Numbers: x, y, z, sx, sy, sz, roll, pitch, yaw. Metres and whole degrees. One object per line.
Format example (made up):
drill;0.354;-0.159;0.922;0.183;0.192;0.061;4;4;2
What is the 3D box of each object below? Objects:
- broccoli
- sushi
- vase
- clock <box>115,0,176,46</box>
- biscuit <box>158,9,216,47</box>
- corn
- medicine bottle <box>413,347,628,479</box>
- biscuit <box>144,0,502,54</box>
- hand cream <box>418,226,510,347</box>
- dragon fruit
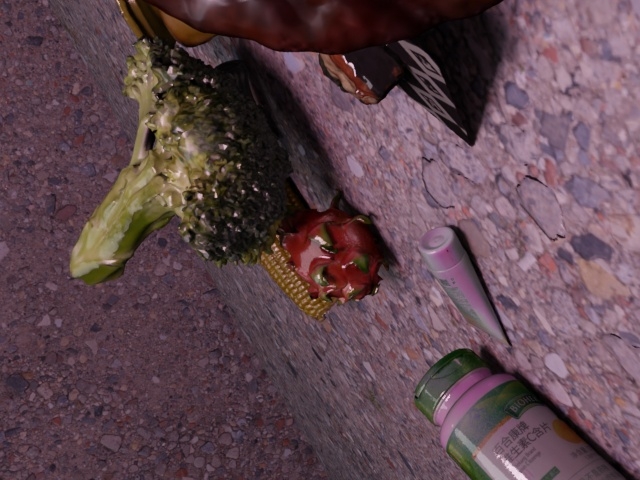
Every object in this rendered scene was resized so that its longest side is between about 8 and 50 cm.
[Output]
broccoli;-0.210;-0.056;1.030;0.275;0.397;0.353;28;-174;-32
sushi;0.024;-0.168;0.646;0.231;0.047;0.219;44;-174;20
vase;-0.129;-0.217;1.157;0.081;0.081;0.148;36;151;51
clock;-0.290;-0.421;1.186;0.237;0.057;0.237;-18;-90;-81
biscuit;-0.156;-0.373;0.870;0.291;0.062;0.237;-1;120;53
corn;-0.069;-0.016;1.270;0.344;0.131;0.131;55;164;2
medicine bottle;0.239;0.257;0.869;0.274;0.133;0.133;43;159;38
biscuit;-0.015;-0.278;0.317;0.407;0.091;0.407;9;136;9
hand cream;0.174;0.060;0.864;0.174;0.047;0.076;56;166;-29
dragon fruit;0.003;-0.003;1.066;0.236;0.137;0.135;48;156;32
